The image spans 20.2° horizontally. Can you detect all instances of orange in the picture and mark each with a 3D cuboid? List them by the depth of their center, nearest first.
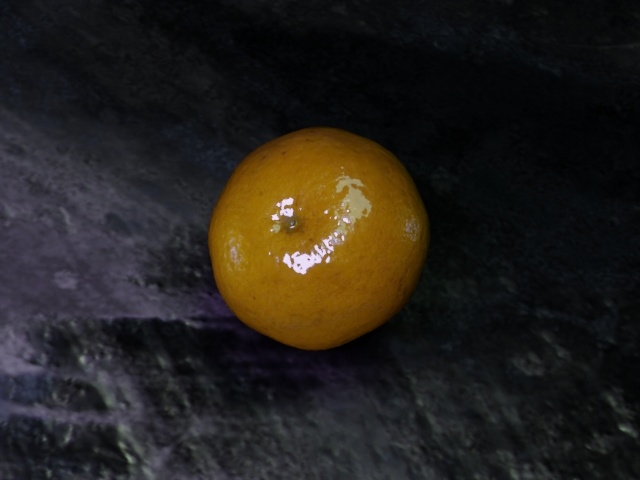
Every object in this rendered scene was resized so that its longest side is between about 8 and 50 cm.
[{"bbox_3d":[0.000,0.000,1.268,0.159,0.136,0.159,-4,76,16],"label":"orange"}]
